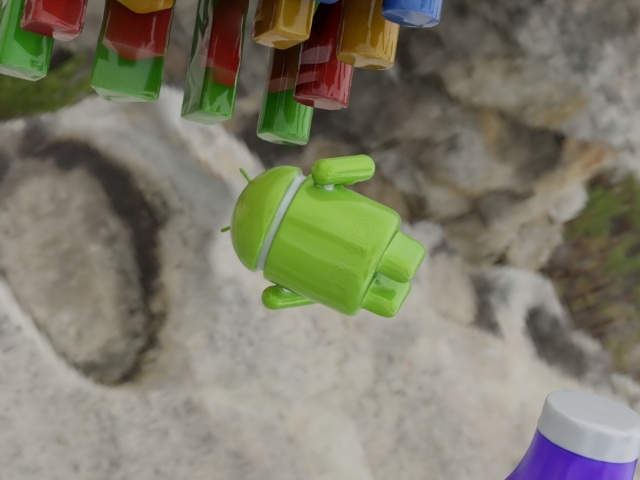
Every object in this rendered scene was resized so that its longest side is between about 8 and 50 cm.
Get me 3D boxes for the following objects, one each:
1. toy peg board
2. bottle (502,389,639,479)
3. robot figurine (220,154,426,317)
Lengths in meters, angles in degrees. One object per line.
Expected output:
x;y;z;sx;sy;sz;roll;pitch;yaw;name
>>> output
-0.034;-0.092;0.639;0.161;0.161;0.079;12;80;-23;toy peg board
0.139;0.237;1.167;0.118;0.092;0.282;-13;121;-60;bottle
0.000;0.000;1.029;0.115;0.101;0.067;24;29;6;robot figurine
